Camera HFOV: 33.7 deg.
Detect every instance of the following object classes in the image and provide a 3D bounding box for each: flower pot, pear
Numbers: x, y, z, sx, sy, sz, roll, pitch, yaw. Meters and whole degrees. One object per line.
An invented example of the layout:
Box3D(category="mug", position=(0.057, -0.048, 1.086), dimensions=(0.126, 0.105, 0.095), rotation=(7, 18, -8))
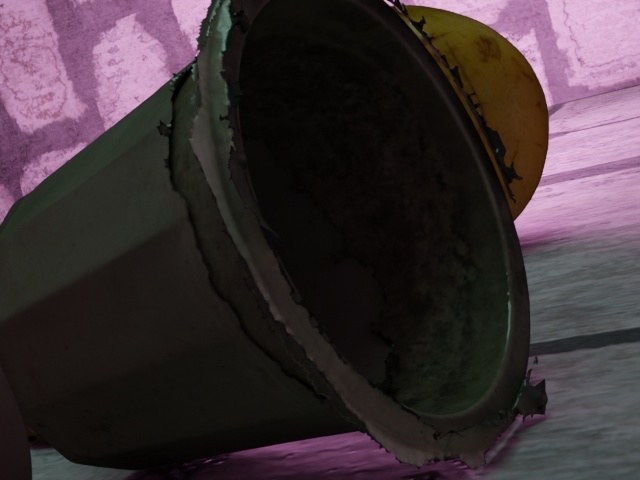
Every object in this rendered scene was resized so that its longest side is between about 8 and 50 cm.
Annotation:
Box3D(category="flower pot", position=(-0.049, 0.008, 0.603), dimensions=(0.259, 0.290, 0.290), rotation=(-22, 3, 33))
Box3D(category="pear", position=(0.097, -0.107, 1.083), dimensions=(0.280, 0.281, 0.281), rotation=(-15, 8, 2))

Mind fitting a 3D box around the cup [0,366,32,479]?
Box3D(category="cup", position=(-0.204, 0.127, 0.385), dimensions=(0.252, 0.192, 0.200), rotation=(18, 14, 1))

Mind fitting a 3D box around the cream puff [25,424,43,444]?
Box3D(category="cream puff", position=(-0.169, 0.047, 0.810), dimensions=(0.183, 0.169, 0.183), rotation=(-14, 10, 2))
